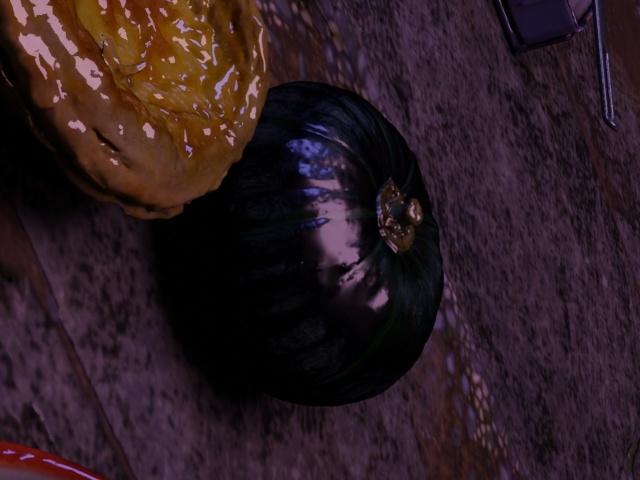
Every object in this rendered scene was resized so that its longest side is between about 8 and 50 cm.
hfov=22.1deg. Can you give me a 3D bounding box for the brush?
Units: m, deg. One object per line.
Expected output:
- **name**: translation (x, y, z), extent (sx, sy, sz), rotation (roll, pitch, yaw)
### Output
- **brush**: translation (0.269, -0.231, 1.613), extent (0.062, 0.027, 0.266), rotation (25, 58, -57)

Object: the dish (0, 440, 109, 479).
- **dish**: translation (-0.123, 0.206, 0.586), extent (0.256, 0.117, 0.256), rotation (15, 43, -15)

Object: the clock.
- **clock**: translation (0.210, -0.299, 1.638), extent (0.193, 0.073, 0.144), rotation (68, 27, -14)

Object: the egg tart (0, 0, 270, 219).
- **egg tart**: translation (-0.119, -0.124, 0.859), extent (0.241, 0.106, 0.241), rotation (34, 49, -50)

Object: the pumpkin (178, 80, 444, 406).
- **pumpkin**: translation (0.000, 0.000, 0.989), extent (0.202, 0.140, 0.202), rotation (42, 38, -46)
